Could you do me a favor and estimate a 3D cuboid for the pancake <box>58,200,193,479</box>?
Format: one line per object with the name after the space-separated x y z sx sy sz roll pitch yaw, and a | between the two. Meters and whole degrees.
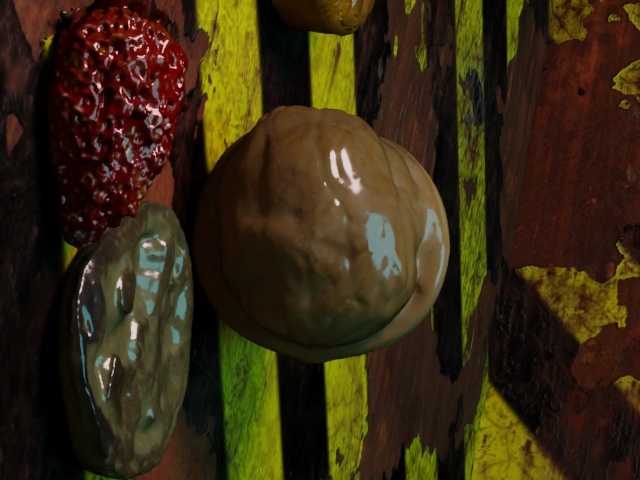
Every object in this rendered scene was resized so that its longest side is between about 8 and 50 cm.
-0.190 0.105 1.844 0.294 0.049 0.294 2 90 -74 | pancake

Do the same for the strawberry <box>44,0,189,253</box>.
-0.189 -0.112 1.720 0.174 0.098 0.228 60 38 -58 | strawberry

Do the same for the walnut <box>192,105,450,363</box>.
0.000 0.000 2.057 0.296 0.285 0.285 113 -16 -80 | walnut

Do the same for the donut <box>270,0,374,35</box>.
0.007 -0.355 2.230 0.226 0.114 0.226 3 90 -72 | donut
